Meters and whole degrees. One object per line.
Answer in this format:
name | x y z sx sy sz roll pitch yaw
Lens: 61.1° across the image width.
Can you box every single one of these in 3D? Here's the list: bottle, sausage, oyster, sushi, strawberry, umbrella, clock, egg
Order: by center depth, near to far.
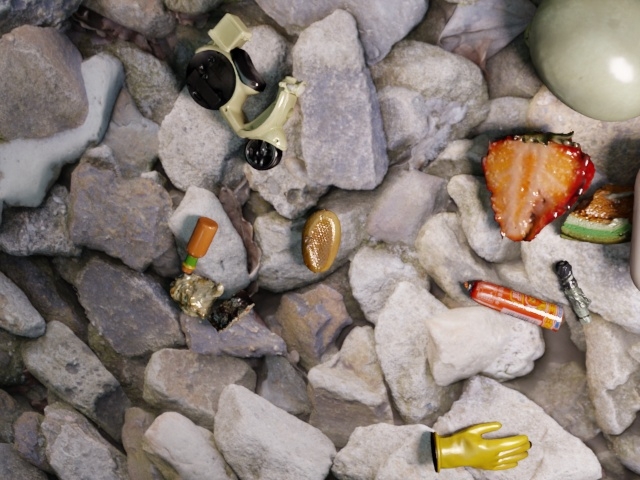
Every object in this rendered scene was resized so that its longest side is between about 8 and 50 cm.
egg | 0.640 -0.432 1.244 0.258 0.258 0.352 -40 93 18
strawberry | 0.570 -0.152 1.390 0.253 0.150 0.281 -7 105 35
umbrella | 0.697 0.143 1.481 0.050 0.046 0.188 -16 102 52
clock | -0.197 -0.406 1.503 0.379 0.120 0.276 46 113 -1
sausage | 0.532 0.174 1.513 0.273 0.074 0.074 19 107 8
bottle | -0.379 0.019 1.669 0.069 0.069 0.187 31 109 3
sushi | -0.276 0.221 1.687 0.150 0.090 0.078 -41 84 13
oyster | -0.392 0.169 1.706 0.191 0.081 0.163 -30 92 14

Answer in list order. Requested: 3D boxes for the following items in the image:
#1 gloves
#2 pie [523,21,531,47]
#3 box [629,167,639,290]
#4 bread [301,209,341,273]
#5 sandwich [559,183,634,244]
gloves | 0.488 0.632 1.634 0.294 0.116 0.133 -4 131 4
pie | 0.555 -0.516 1.363 0.083 0.021 0.084 3 103 11
box | 0.843 -0.047 1.291 0.141 0.288 0.349 10 109 46
bread | 0.000 0.000 1.581 0.114 0.077 0.190 7 105 -10
sandwich | 0.713 -0.069 1.386 0.184 0.109 0.160 4 86 34
